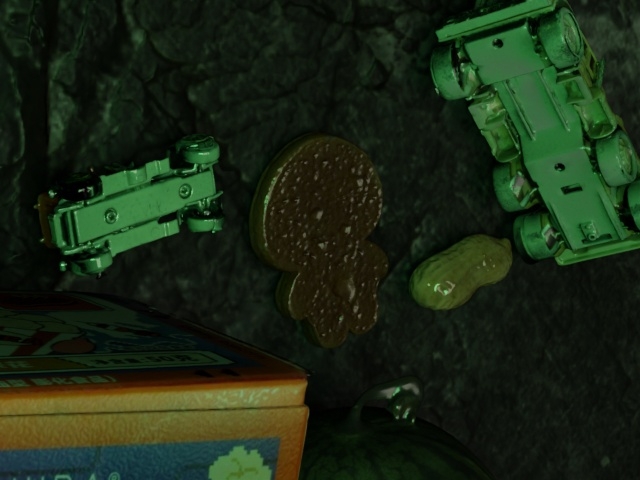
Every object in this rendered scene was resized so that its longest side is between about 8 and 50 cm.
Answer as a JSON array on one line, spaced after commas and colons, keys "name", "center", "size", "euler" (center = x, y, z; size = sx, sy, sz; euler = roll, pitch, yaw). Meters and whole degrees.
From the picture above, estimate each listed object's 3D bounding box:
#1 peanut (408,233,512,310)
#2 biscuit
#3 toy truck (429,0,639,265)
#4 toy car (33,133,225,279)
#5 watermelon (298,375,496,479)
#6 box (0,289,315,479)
[{"name": "peanut", "center": [0.121, 0.026, 1.353], "size": [0.113, 0.054, 0.054], "euler": [-25, 115, -34]}, {"name": "biscuit", "center": [0.000, 0.000, 1.266], "size": [0.124, 0.026, 0.175], "euler": [-23, 114, -31]}, {"name": "toy truck", "center": [0.196, -0.108, 1.351], "size": [0.259, 0.128, 0.135], "euler": [54, 35, -33]}, {"name": "toy car", "center": [-0.132, -0.028, 1.140], "size": [0.143, 0.054, 0.073], "euler": [-23, 115, -37]}, {"name": "watermelon", "center": [0.027, 0.280, 1.194], "size": [0.279, 0.279, 0.359], "euler": [-11, 109, -36]}, {"name": "box", "center": [-0.244, 0.165, 0.928], "size": [0.349, 0.319, 0.256], "euler": [3, 97, -38]}]
